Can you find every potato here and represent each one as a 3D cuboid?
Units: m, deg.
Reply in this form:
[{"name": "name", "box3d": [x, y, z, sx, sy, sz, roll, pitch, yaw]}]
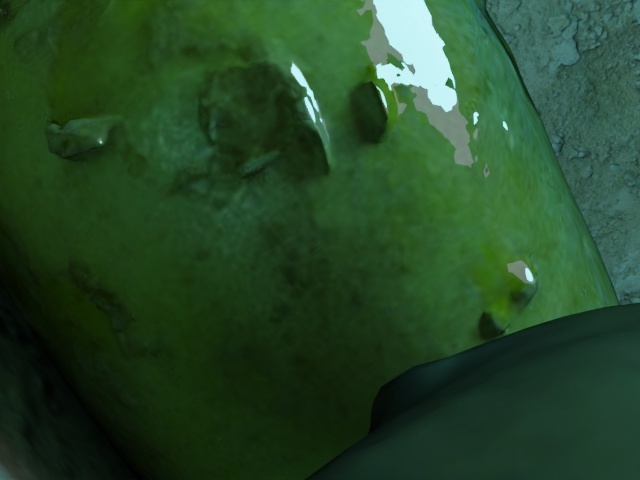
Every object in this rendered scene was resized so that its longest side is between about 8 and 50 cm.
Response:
[{"name": "potato", "box3d": [-0.001, 0.007, 0.615, 0.359, 0.219, 0.270, 59, 12, 5]}]

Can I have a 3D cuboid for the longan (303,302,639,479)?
[{"name": "longan", "box3d": [0.100, 0.158, 0.395, 0.288, 0.288, 0.350, 53, 29, -4]}]
